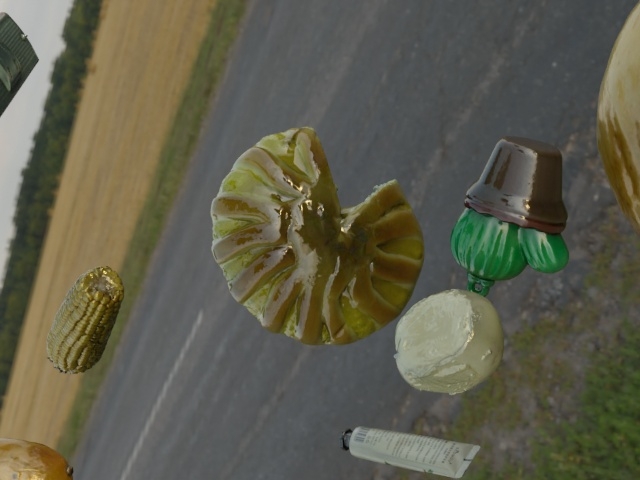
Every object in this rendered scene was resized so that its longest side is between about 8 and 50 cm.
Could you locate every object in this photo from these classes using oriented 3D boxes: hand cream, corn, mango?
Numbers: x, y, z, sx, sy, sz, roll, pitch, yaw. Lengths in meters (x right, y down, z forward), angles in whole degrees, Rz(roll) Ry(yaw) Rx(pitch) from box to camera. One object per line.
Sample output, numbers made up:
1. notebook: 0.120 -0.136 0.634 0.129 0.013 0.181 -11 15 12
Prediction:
1. hand cream: 0.138 0.337 1.571 0.080 0.234 0.050 -45 -52 -45
2. corn: -0.421 0.150 1.734 0.318 0.115 0.115 125 155 -53
3. mango: -0.353 0.260 1.033 0.075 0.190 0.098 52 -151 -77

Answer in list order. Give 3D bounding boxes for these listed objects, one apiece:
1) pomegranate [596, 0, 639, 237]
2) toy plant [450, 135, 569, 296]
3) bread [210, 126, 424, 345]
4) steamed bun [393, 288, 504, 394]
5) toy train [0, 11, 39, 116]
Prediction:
1. pomegranate: 0.453 -0.148 0.932 0.410 0.410 0.409 -166 90 -75
2. toy plant: 0.226 -0.017 1.135 0.105 0.143 0.200 -28 -48 -58
3. bread: 0.000 0.000 1.422 0.160 0.333 0.332 159 124 -73
4. steamed bun: 0.152 0.114 1.100 0.130 0.091 0.112 -33 44 38
5. toy train: -0.413 -0.186 1.160 0.089 0.086 0.409 -24 27 12
